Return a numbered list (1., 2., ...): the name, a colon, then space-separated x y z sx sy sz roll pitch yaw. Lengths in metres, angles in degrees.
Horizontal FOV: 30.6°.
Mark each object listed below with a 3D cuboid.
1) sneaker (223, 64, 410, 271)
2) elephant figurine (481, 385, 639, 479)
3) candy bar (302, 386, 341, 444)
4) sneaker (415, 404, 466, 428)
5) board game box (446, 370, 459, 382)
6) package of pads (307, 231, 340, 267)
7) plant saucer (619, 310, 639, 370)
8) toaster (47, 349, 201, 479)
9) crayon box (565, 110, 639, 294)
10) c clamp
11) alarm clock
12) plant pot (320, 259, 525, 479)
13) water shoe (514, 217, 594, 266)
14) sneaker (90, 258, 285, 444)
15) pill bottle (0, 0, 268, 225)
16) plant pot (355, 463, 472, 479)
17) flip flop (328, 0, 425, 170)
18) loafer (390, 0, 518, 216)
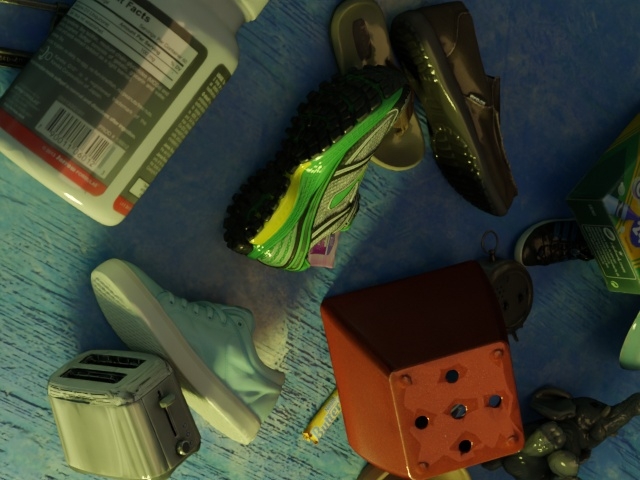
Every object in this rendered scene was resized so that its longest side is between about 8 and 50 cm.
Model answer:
1. sneaker: 0.012 -0.104 1.674 0.146 0.134 0.343 29 108 -36
2. elephant figurine: 0.439 0.338 2.067 0.239 0.186 0.169 -43 163 -39
3. candy bar: 0.029 0.260 1.883 0.040 0.018 0.161 41 84 -33
4. sneaker: 0.202 0.311 1.977 0.144 0.053 0.059 -38 123 -11
5. board game box: 0.209 0.149 1.934 0.133 0.033 0.168 -39 120 -27
6. package of pads: 0.000 0.000 1.767 0.050 0.032 0.083 4 105 -30
7. plant saucer: 0.642 0.109 2.065 0.317 0.044 0.317 -37 148 -28
8. toaster: -0.280 0.238 1.611 0.129 0.227 0.146 -36 120 -48
9. crayon box: 0.560 -0.091 1.957 0.323 0.083 0.203 -46 120 -27
10. c clamp: -0.375 -0.281 1.471 0.161 0.022 0.137 -1 113 -30
11. alarm clock: 0.291 0.075 1.927 0.129 0.064 0.192 -23 108 -33
12. plant pot: 0.172 0.213 1.765 0.267 0.236 0.267 -14 107 -7
13. water shoe: 0.421 0.001 1.971 0.203 0.080 0.073 -17 114 -23
14. sneaker: -0.180 0.128 1.673 0.150 0.135 0.366 -53 128 -24
15. pill bottle: -0.232 -0.217 1.457 0.210 0.210 0.363 39 86 -33
16. plant pot: 0.130 0.435 1.945 0.237 0.110 0.237 -10 113 -24
17. flip flop: 0.090 -0.222 1.710 0.112 0.080 0.277 -26 118 -19
18. loafer: 0.233 -0.199 1.765 0.130 0.134 0.366 -33 120 -15
